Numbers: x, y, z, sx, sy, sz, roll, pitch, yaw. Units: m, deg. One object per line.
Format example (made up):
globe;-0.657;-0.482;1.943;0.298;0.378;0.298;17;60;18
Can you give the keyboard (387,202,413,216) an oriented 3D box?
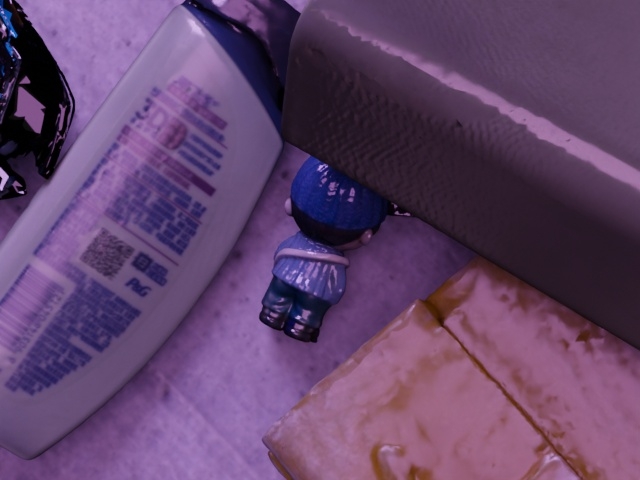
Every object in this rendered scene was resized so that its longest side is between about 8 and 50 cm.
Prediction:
keyboard;0.088;-0.112;1.066;0.074;0.015;0.196;5;84;1

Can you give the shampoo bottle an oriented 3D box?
shampoo bottle;-0.127;-0.016;1.036;0.134;0.078;0.359;36;86;-9

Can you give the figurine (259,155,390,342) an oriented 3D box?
figurine;-0.003;-0.001;1.023;0.077;0.079;0.136;25;86;21

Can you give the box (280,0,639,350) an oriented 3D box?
box;0.206;-0.130;0.934;0.344;0.177;0.352;30;64;9

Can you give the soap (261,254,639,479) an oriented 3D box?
soap;0.142;0.161;0.971;0.259;0.143;0.281;-42;77;-4

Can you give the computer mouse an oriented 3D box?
computer mouse;-0.253;-0.127;1.051;0.146;0.077;0.241;-41;68;16
